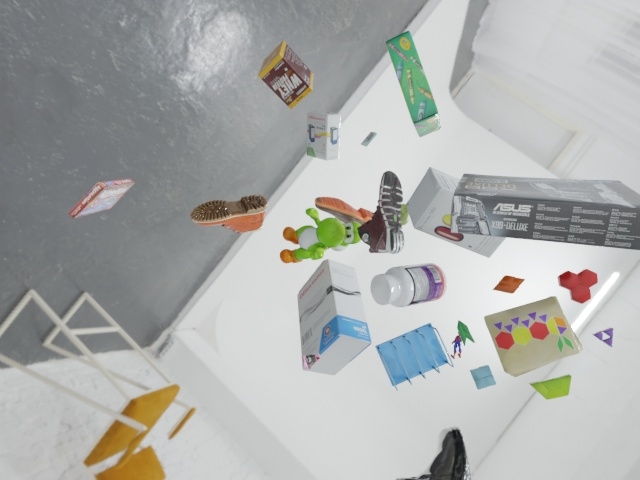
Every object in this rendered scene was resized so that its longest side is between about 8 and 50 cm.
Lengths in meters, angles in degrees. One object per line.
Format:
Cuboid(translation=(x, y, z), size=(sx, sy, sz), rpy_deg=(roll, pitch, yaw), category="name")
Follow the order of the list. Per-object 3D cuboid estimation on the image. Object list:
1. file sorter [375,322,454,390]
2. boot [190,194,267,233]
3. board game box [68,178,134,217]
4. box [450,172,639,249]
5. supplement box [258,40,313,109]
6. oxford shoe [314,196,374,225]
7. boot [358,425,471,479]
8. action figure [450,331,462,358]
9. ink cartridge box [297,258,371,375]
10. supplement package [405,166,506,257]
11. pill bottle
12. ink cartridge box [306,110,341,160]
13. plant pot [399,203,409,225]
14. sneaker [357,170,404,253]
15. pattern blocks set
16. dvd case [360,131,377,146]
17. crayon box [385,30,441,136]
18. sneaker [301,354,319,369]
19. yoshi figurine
Cuboid(translation=(0.252, 0.313, 1.074), size=(0.170, 0.118, 0.104), rpy_deg=(-23, 173, 0), category="file sorter")
Cuboid(translation=(-0.191, -0.042, 0.848), size=(0.158, 0.059, 0.084), rpy_deg=(-8, 139, -20), category="boot")
Cuboid(translation=(-0.767, -0.156, 1.424), size=(0.145, 0.027, 0.281), rpy_deg=(-45, -169, 5), category="board game box")
Cuboid(translation=(0.421, -0.067, 0.775), size=(0.242, 0.307, 0.076), rpy_deg=(-37, 130, -60), category="box")
Cuboid(translation=(-0.142, -0.704, 1.705), size=(0.129, 0.194, 0.191), rpy_deg=(-33, -147, 27), category="supplement box")
Cuboid(translation=(0.122, -0.111, 1.989), size=(0.133, 0.363, 0.130), rpy_deg=(-60, -158, 26), category="oxford shoe")
Cuboid(translation=(0.176, 0.471, 0.771), size=(0.223, 0.118, 0.338), rpy_deg=(-11, 179, 15), category="boot")
Cuboid(translation=(0.458, 0.344, 1.336), size=(0.038, 0.030, 0.115), rpy_deg=(-29, -167, 36), category="action figure")
Cuboid(translation=(0.043, 0.322, 1.712), size=(0.285, 0.166, 0.395), rpy_deg=(-52, -149, 35), category="ink cartridge box")
Cuboid(translation=(0.379, -0.076, 1.094), size=(0.134, 0.244, 0.139), rpy_deg=(-90, -157, -56), category="supplement package")
Cuboid(translation=(0.232, 0.120, 1.064), size=(0.193, 0.108, 0.108), rpy_deg=(-4, 139, -32), category="pill bottle")
Cuboid(translation=(0.014, -0.504, 1.919), size=(0.093, 0.154, 0.212), rpy_deg=(-17, 120, -38), category="ink cartridge box")
Cuboid(translation=(0.367, -0.123, 1.791), size=(0.083, 0.083, 0.079), rpy_deg=(-44, 164, -27), category="plant pot")
Cuboid(translation=(0.188, -0.088, 1.350), size=(0.106, 0.281, 0.162), rpy_deg=(13, 163, -43), category="sneaker")
Cuboid(translation=(0.490, 0.216, 0.926), size=(0.325, 0.285, 0.026), rpy_deg=(-11, 169, 12), category="pattern blocks set")
Cuboid(translation=(0.251, -0.528, 2.086), size=(0.087, 0.013, 0.119), rpy_deg=(-49, -165, 10), category="dvd case")
Cuboid(translation=(0.299, -0.488, 1.271), size=(0.081, 0.278, 0.165), rpy_deg=(-19, 172, 19), category="crayon box")
Cuboid(translation=(-0.028, 0.397, 1.320), size=(0.057, 0.047, 0.119), rpy_deg=(-15, 161, -2), category="sneaker")
Cuboid(translation=(-0.017, -0.015, 1.551), size=(0.362, 0.203, 0.203), rpy_deg=(-14, -159, 38), category="yoshi figurine")
